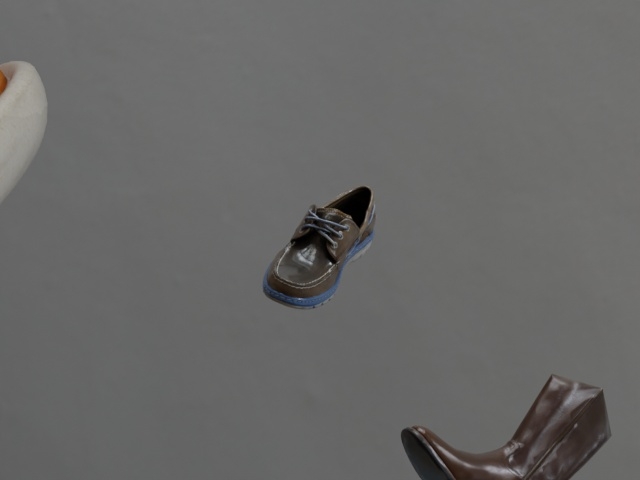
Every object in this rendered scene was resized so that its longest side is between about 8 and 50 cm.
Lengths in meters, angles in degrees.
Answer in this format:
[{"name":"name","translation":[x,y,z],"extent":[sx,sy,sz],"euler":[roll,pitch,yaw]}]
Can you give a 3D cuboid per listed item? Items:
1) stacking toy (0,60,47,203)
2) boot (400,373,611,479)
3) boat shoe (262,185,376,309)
[{"name":"stacking toy","translation":[-0.408,-0.130,0.911],"extent":[0.350,0.350,0.480],"euler":[-26,-69,34]},{"name":"boot","translation":[0.113,0.112,1.043],"extent":[0.106,0.114,0.037],"euler":[49,-20,-18]},{"name":"boat shoe","translation":[0.000,0.000,1.626],"extent":[0.066,0.183,0.066],"euler":[21,-59,12]}]
